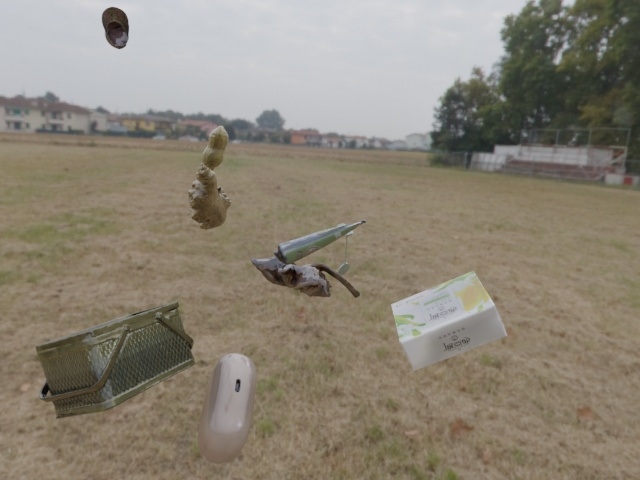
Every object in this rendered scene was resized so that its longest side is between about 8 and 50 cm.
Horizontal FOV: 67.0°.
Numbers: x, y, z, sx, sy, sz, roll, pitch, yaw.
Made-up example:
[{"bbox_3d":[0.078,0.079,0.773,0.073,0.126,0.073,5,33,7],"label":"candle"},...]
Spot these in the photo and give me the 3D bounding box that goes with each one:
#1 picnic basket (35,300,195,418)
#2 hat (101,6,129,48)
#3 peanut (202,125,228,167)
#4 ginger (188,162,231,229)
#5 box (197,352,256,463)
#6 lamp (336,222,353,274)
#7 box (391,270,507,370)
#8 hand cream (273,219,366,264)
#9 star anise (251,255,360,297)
[{"bbox_3d":[-0.393,0.227,0.947,0.165,0.139,0.266,-17,-1,26],"label":"picnic basket"},{"bbox_3d":[-0.446,-0.461,1.043,0.042,0.087,0.058,32,57,31],"label":"hat"},{"bbox_3d":[-0.174,-0.155,0.801,0.037,0.083,0.037,13,42,-12],"label":"peanut"},{"bbox_3d":[-0.319,-0.115,1.360,0.074,0.138,0.213,22,-26,13],"label":"ginger"},{"bbox_3d":[-0.175,0.313,0.913,0.088,0.146,0.200,16,37,-13],"label":"box"},{"bbox_3d":[0.078,0.035,1.670,0.050,0.199,0.056,-26,47,-34],"label":"lamp"},{"bbox_3d":[0.337,0.212,1.304,0.260,0.111,0.194,-22,21,9],"label":"box"},{"bbox_3d":[0.000,0.000,1.176,0.235,0.055,0.086,-21,-1,-4],"label":"hand cream"},{"bbox_3d":[-0.057,0.114,1.540,0.349,0.109,0.292,16,3,19],"label":"star anise"}]
